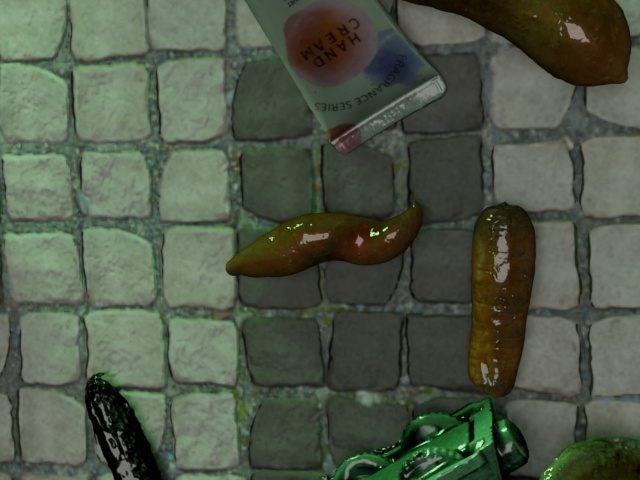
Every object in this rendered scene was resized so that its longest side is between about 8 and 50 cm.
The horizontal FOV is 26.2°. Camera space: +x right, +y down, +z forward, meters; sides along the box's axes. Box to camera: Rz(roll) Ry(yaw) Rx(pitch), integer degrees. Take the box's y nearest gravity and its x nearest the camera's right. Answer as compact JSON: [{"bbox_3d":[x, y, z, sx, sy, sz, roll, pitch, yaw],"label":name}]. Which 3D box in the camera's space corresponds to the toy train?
[{"bbox_3d":[0.067,0.292,1.299,0.330,0.138,0.178,-31,98,12],"label":"toy train"}]

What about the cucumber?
[{"bbox_3d":[-0.194,0.218,1.389,0.053,0.053,0.181,-23,89,15],"label":"cucumber"}]

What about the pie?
[{"bbox_3d":[0.257,0.267,1.242,0.187,0.041,0.187,-2,94,-27],"label":"pie"}]

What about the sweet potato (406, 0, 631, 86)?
[{"bbox_3d":[0.155,-0.228,1.235,0.292,0.097,0.097,29,102,17],"label":"sweet potato"}]

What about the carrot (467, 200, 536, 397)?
[{"bbox_3d":[0.168,0.058,1.280,0.060,0.060,0.186,4,99,13],"label":"carrot"}]

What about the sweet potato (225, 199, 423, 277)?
[{"bbox_3d":[0.000,0.002,1.313,0.202,0.058,0.055,-9,74,15],"label":"sweet potato"}]

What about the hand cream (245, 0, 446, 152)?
[{"bbox_3d":[-0.024,-0.236,1.244,0.124,0.078,0.340,-31,111,14],"label":"hand cream"}]
